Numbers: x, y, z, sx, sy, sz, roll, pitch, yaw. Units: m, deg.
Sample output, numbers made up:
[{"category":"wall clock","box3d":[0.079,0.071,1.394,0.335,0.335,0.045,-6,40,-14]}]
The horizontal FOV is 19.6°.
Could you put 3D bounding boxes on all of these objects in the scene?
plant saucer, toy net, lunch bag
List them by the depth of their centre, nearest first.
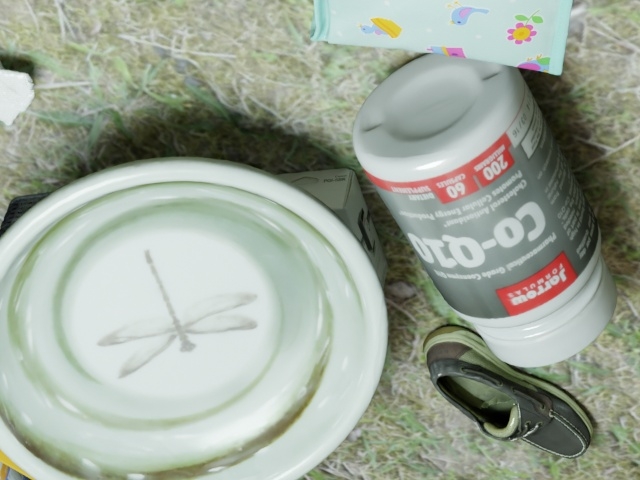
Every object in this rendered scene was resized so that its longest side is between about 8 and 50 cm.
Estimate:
[{"category":"lunch bag","box3d":[0.102,-0.274,1.442,0.223,0.160,0.262,7,142,6]},{"category":"toy net","box3d":[-0.376,-0.147,1.761,0.232,0.045,0.122,-12,129,21]},{"category":"plant saucer","box3d":[-0.139,0.080,1.770,0.401,0.100,0.400,-4,122,-7]}]

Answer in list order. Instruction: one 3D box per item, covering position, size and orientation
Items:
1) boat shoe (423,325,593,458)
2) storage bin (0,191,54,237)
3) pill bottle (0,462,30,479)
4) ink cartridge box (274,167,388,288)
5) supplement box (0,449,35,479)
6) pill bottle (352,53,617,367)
[{"category":"boat shoe","box3d":[0.193,0.175,1.937,0.223,0.073,0.080,36,131,-23]},{"category":"storage bin","box3d":[-0.227,0.019,1.866,0.180,0.084,0.122,-6,133,19]},{"category":"pill bottle","box3d":[-0.391,0.348,2.188,0.152,0.152,0.272,-7,133,19]},{"category":"ink cartridge box","box3d":[0.000,0.000,1.814,0.099,0.056,0.135,-5,134,19]},{"category":"supplement box","box3d":[-0.362,0.137,1.920,0.191,0.129,0.194,33,169,-20]},{"category":"pill bottle","box3d":[0.157,-0.024,1.679,0.161,0.161,0.283,-14,130,25]}]
